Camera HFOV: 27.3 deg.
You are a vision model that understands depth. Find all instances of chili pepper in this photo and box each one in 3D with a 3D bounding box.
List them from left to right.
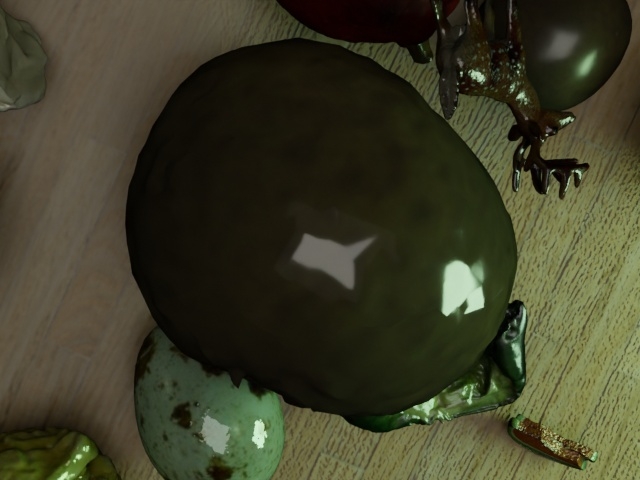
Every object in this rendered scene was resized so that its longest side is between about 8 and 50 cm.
[{"bbox_3d":[0.123,0.151,1.635,0.265,0.116,0.148,-13,112,-6],"label":"chili pepper"}]

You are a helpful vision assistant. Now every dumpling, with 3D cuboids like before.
[{"bbox_3d":[-0.415,-0.239,1.450,0.258,0.193,0.147,25,125,-19],"label":"dumpling"}]

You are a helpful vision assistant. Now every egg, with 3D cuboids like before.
[{"bbox_3d":[-0.137,0.202,1.565,0.169,0.169,0.231,-30,89,-3],"label":"egg"}]

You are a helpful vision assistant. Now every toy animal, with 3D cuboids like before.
[{"bbox_3d":[0.190,-0.172,1.427,0.244,0.087,0.259,-2,90,-44],"label":"toy animal"}]

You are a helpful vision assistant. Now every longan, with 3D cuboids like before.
[{"bbox_3d":[-0.006,-0.001,1.424,0.404,0.404,0.436,-42,87,-1],"label":"longan"},{"bbox_3d":[0.274,-0.238,1.563,0.189,0.189,0.189,-1,99,-8],"label":"longan"}]

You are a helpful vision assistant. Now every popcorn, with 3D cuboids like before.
[{"bbox_3d":[-0.332,0.327,1.545,0.256,0.195,0.255,35,98,-30],"label":"popcorn"}]

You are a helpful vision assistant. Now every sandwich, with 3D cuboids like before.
[{"bbox_3d":[0.288,0.255,1.688,0.135,0.067,0.029,31,70,-22],"label":"sandwich"}]

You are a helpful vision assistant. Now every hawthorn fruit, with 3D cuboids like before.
[{"bbox_3d":[0.051,-0.334,1.474,0.265,0.265,0.307,-25,115,-4],"label":"hawthorn fruit"}]
